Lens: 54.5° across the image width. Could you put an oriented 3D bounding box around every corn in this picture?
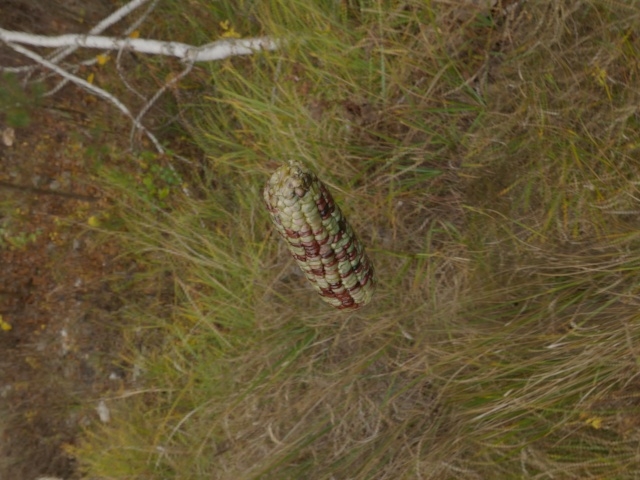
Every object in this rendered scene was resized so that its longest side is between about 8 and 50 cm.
[{"bbox_3d":[0.000,0.000,0.753,0.086,0.253,0.086,-13,51,17],"label":"corn"}]
